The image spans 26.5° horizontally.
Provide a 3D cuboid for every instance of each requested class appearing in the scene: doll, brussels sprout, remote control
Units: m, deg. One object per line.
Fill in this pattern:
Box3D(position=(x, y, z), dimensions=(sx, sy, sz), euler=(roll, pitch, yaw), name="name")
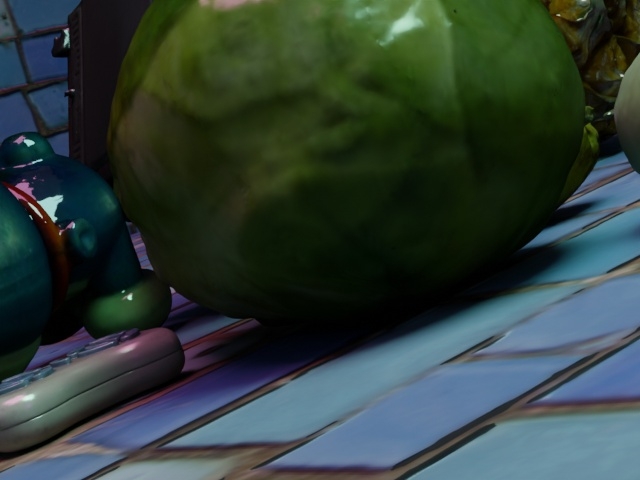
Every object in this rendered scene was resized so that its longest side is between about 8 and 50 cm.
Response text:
Box3D(position=(-0.248, 0.024, 0.867), dimensions=(0.198, 0.186, 0.322), euler=(-5, 12, 28), name="doll")
Box3D(position=(-0.003, -0.051, 0.724), dimensions=(0.219, 0.210, 0.271), euler=(-18, -11, -40), name="brussels sprout")
Box3D(position=(-0.132, 0.077, 0.718), dimensions=(0.122, 0.032, 0.074), euler=(-23, 6, -43), name="remote control")

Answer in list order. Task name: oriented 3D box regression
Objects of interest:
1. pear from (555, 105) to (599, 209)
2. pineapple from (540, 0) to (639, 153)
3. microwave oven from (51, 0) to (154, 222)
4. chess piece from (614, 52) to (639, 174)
Box3D(position=(0.106, -0.057, 0.840), dimensions=(0.131, 0.107, 0.107), euler=(-25, 4, 10), name="pear")
Box3D(position=(0.119, -0.198, 1.161), dimensions=(0.352, 0.300, 0.352), euler=(-10, 1, 0), name="pineapple")
Box3D(position=(-0.077, -0.112, 0.980), dimensions=(0.178, 0.188, 0.247), euler=(5, -14, -25), name="microwave oven")
Box3D(position=(0.197, -0.069, 0.589), dimensions=(0.133, 0.133, 0.243), euler=(-20, 0, -5), name="chess piece")
